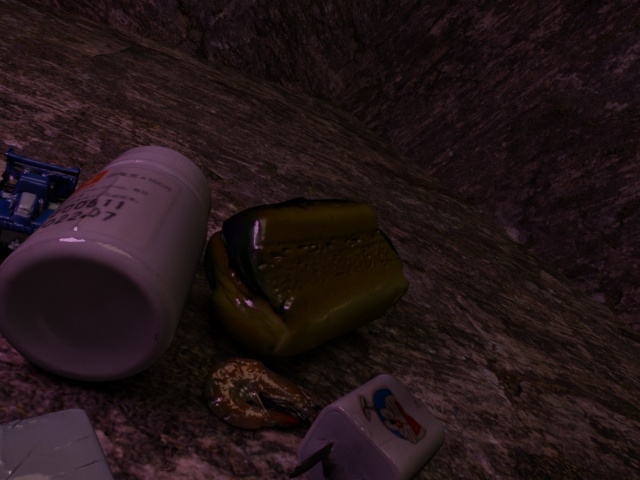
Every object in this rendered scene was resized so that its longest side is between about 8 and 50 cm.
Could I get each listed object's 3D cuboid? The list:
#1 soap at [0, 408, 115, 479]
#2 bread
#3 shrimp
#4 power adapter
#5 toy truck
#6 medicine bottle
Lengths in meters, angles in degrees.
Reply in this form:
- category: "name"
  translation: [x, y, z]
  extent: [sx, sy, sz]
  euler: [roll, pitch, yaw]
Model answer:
- category: "soap"
  translation: [-0.221, 0.281, 0.350]
  extent: [0.173, 0.095, 0.289]
  euler: [-1, 37, -46]
- category: "bread"
  translation: [-0.029, 0.059, 0.848]
  extent: [0.377, 0.208, 0.251]
  euler: [-11, 78, -52]
- category: "shrimp"
  translation: [-0.075, 0.229, 0.679]
  extent: [0.190, 0.042, 0.101]
  euler: [24, 45, -8]
- category: "power adapter"
  translation: [0.047, 0.274, 0.603]
  extent: [0.130, 0.125, 0.205]
  euler: [41, 26, 26]
- category: "toy truck"
  translation: [-0.457, -0.064, 0.758]
  extent: [0.113, 0.126, 0.208]
  euler: [14, 26, -27]
- category: "medicine bottle"
  translation: [-0.280, 0.005, 0.700]
  extent: [0.211, 0.211, 0.371]
  euler: [21, 24, -15]
